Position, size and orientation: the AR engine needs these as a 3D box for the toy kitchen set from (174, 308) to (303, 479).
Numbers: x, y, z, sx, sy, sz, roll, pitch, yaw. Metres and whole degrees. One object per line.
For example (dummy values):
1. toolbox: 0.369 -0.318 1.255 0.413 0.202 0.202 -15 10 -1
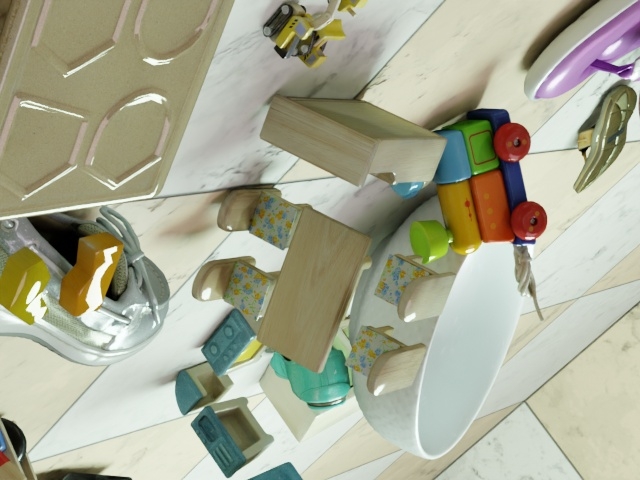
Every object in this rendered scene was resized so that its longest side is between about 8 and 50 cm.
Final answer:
1. toy kitchen set: -0.082 0.206 1.808 0.122 0.207 0.166 -17 154 -49

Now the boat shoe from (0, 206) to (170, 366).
1. boat shoe: -0.201 0.019 1.251 0.103 0.118 0.320 -40 155 13

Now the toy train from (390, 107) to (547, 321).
1. toy train: 0.161 -0.007 1.698 0.143 0.248 0.105 -18 -167 -22

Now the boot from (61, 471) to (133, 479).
1. boot: -0.434 0.462 1.901 0.445 0.146 0.367 -37 173 17

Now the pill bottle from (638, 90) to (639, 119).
1. pill bottle: 0.471 -0.137 1.843 0.181 0.181 0.323 -41 -173 15

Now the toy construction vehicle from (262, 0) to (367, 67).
1. toy construction vehicle: 0.002 -0.173 1.260 0.098 0.035 0.086 -45 161 28

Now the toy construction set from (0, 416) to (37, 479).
1. toy construction set: -0.317 0.312 1.533 0.257 0.237 0.309 -39 165 -34

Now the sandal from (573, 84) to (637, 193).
1. sandal: 0.360 -0.137 2.039 0.072 0.049 0.180 -32 149 -31

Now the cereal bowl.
1. cereal bowl: 0.131 0.086 1.906 0.339 0.141 0.339 -48 148 -43

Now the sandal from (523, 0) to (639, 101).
1. sandal: 0.408 -0.248 1.727 0.416 0.102 0.169 -30 162 -18

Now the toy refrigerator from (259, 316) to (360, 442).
1. toy refrigerator: 0.061 0.158 2.137 0.269 0.102 0.094 -25 160 -29

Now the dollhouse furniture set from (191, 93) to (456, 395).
1. dollhouse furniture set: 0.000 0.000 1.438 0.161 0.212 0.242 -6 120 -61

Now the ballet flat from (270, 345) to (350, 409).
1. ballet flat: -0.013 0.136 1.930 0.083 0.087 0.247 -9 -170 -10

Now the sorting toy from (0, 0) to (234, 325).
1. sorting toy: -0.166 -0.073 1.074 0.229 0.041 0.307 -16 136 -55
